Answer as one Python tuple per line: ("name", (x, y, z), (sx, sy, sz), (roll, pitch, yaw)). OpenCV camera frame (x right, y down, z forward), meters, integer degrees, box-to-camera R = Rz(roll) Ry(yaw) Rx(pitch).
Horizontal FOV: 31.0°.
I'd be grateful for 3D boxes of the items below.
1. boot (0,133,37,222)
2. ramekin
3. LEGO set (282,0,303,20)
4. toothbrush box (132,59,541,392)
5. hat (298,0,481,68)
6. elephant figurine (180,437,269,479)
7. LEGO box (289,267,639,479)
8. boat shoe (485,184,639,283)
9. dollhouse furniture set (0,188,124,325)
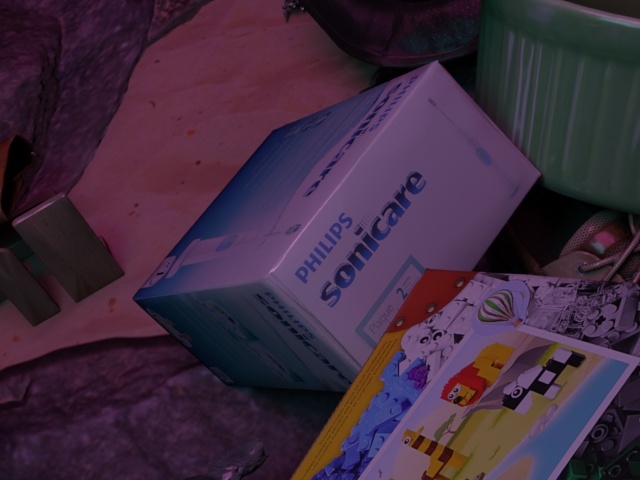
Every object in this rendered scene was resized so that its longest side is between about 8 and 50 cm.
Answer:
("boot", (-0.419, 0.021, 1.128), (0.280, 0.096, 0.264), (-16, 29, 14))
("ramekin", (0.265, -0.135, 0.920), (0.303, 0.148, 0.303), (5, 26, -2))
("LEGO set", (-0.018, -0.291, 1.347), (0.054, 0.023, 0.083), (7, 55, 29))
("toothbrush box", (0.000, 0.000, 0.927), (0.216, 0.126, 0.295), (-52, 16, -22))
("hat", (0.121, -0.314, 1.218), (0.331, 0.134, 0.331), (-6, 73, 21))
("elephant figurine", (-0.069, 0.297, 0.802), (0.169, 0.186, 0.239), (-8, 42, -44))
("LEGO box", (0.097, 0.271, 0.595), (0.372, 0.193, 0.500), (2, 52, 56))
("boat shoe", (0.224, 0.033, 0.894), (0.123, 0.116, 0.324), (-39, 47, -10))
("dollhouse furniture set", (-0.309, -0.012, 1.172), (0.144, 0.123, 0.151), (-31, 46, -3))
